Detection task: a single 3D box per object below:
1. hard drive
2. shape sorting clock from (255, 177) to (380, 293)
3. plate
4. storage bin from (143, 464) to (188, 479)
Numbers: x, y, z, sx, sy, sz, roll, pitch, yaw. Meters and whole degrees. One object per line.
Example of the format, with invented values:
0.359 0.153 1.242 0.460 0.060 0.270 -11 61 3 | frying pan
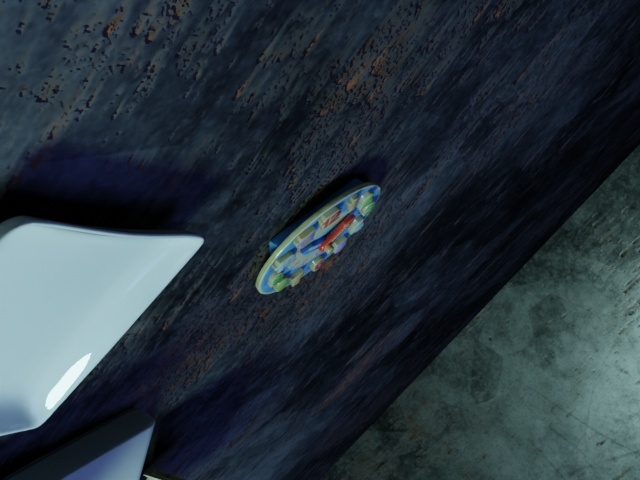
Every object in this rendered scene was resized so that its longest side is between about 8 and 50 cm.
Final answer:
-0.344 0.408 1.264 0.233 0.047 0.353 -25 140 -54 | hard drive
0.000 0.000 1.238 0.206 0.040 0.206 -38 162 -15 | shape sorting clock
-0.262 0.076 0.834 0.277 0.045 0.278 -46 163 14 | plate
-0.240 0.486 1.425 0.260 0.123 0.262 122 -16 -78 | storage bin
